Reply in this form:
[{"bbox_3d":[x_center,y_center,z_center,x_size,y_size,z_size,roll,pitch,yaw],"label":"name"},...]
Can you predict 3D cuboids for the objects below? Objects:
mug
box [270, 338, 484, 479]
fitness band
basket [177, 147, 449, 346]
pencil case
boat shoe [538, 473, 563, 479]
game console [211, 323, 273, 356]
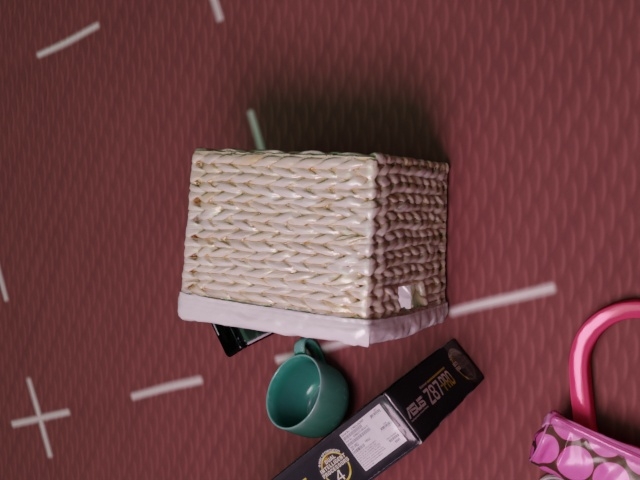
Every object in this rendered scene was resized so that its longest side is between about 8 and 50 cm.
[{"bbox_3d":[-0.009,0.259,1.517,0.129,0.097,0.157,18,80,50],"label":"mug"},{"bbox_3d":[0.048,0.333,1.378,0.395,0.318,0.097,-44,76,25],"label":"box"},{"bbox_3d":[0.475,0.230,1.298,0.209,0.054,0.291,-5,92,31],"label":"fitness band"},{"bbox_3d":[0.000,0.000,1.369,0.331,0.328,0.266,4,93,28],"label":"basket"},{"bbox_3d":[0.406,0.317,1.266,0.209,0.095,0.098,20,141,25],"label":"pencil case"},{"bbox_3d":[0.443,0.427,1.306,0.277,0.096,0.098,9,99,26],"label":"boat shoe"},{"bbox_3d":[-0.151,0.139,1.634,0.122,0.071,0.107,64,147,8],"label":"game console"}]
